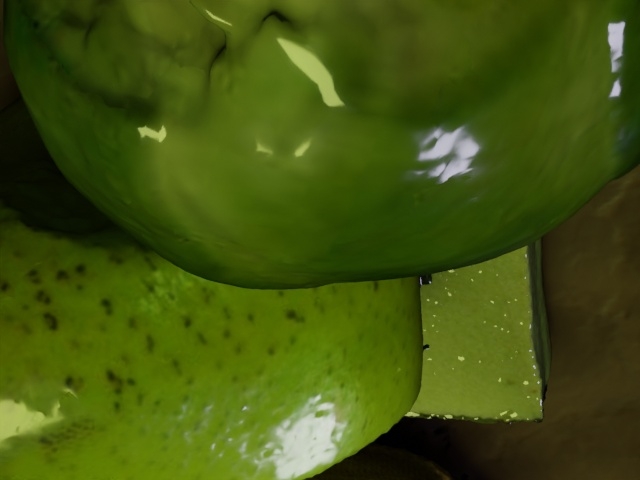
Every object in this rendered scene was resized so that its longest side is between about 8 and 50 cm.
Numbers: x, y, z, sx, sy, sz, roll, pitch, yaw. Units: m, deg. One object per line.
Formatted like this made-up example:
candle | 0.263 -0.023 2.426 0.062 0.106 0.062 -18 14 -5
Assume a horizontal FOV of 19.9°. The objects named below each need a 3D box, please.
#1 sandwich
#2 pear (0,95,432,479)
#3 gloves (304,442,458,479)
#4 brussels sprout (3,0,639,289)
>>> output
sandwich | 0.000 0.000 0.998 0.245 0.063 0.212 0 125 12
pear | -0.118 0.025 0.878 0.292 0.292 0.159 0 119 12
gloves | 0.015 0.194 1.078 0.203 0.155 0.356 -2 150 46
brussels sprout | 0.034 -0.156 0.716 0.276 0.315 0.371 25 95 26
